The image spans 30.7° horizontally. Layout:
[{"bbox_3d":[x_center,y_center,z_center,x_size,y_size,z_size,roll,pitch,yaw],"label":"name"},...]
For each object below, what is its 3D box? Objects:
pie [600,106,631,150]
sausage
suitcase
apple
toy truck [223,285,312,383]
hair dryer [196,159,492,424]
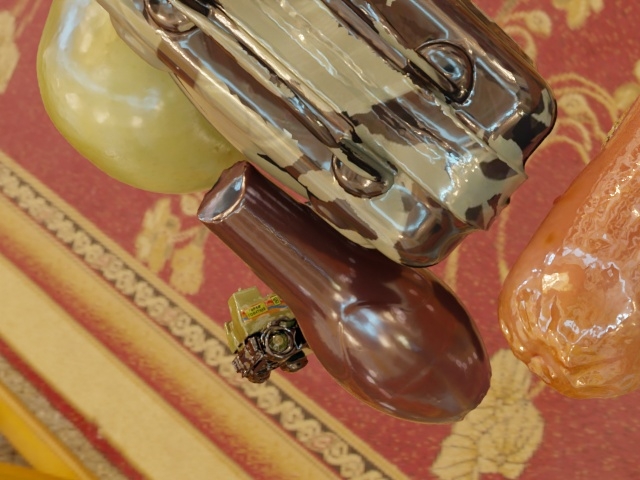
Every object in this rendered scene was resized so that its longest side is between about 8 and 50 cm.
[{"bbox_3d":[0.394,-0.095,1.177,0.308,0.085,0.308,-46,20,22],"label":"pie"},{"bbox_3d":[0.209,-0.016,0.722,0.113,0.113,0.259,25,65,33],"label":"sausage"},{"bbox_3d":[-0.005,-0.137,0.821,0.351,0.339,0.194,41,101,-1],"label":"suitcase"},{"bbox_3d":[-0.181,-0.201,1.340,0.254,0.292,0.292,16,87,32],"label":"apple"},{"bbox_3d":[-0.010,0.111,1.695,0.127,0.257,0.127,67,150,18],"label":"toy truck"},{"bbox_3d":[0.000,0.000,1.049,0.123,0.312,0.340,-44,28,8],"label":"hair dryer"}]
